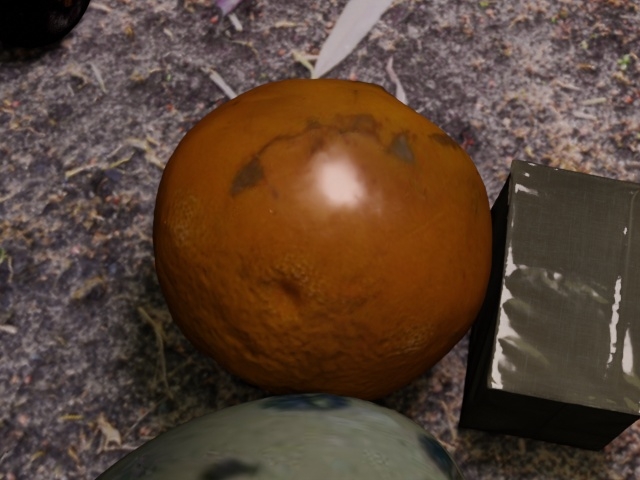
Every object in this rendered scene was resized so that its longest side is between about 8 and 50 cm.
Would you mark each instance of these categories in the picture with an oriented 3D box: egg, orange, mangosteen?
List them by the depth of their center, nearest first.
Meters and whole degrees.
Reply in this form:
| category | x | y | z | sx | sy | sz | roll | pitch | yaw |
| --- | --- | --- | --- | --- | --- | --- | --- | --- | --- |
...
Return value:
| category | x | y | z | sx | sy | sz | roll | pitch | yaw |
| --- | --- | --- | --- | --- | --- | --- | --- | --- | --- |
| egg | -0.051 | 0.302 | 1.029 | 0.345 | 0.345 | 0.428 | 39 | 66 | 11 |
| orange | 0.000 | 0.000 | 1.180 | 0.312 | 0.312 | 0.312 | 2 | 68 | -4 |
| mangosteen | -0.316 | -0.270 | 1.368 | 0.151 | 0.137 | 0.137 | 10 | 62 | 37 |

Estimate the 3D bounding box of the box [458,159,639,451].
| category | x | y | z | sx | sy | sz | roll | pitch | yaw |
| --- | --- | --- | --- | --- | --- | --- | --- | --- | --- |
| box | 0.232 | 0.065 | 1.253 | 0.155 | 0.149 | 0.231 | 10 | 68 | -1 |
